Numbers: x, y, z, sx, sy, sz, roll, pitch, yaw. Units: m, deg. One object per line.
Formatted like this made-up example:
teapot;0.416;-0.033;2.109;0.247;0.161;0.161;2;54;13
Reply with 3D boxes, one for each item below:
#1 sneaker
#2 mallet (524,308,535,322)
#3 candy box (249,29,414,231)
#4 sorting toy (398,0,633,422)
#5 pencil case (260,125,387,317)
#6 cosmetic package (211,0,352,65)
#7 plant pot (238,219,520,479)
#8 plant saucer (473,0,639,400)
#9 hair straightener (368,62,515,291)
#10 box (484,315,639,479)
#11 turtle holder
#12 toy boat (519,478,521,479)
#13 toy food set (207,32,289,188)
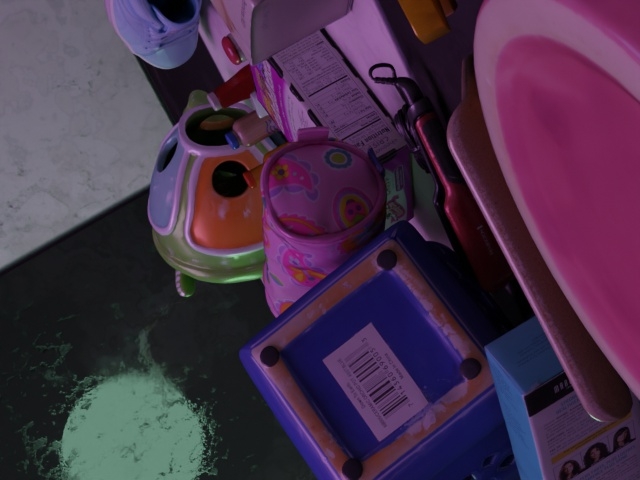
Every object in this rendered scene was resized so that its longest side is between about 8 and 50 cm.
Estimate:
sneaker;-0.230;-0.332;1.858;0.150;0.135;0.366;59;173;25
mallet;0.162;0.007;1.108;0.190;0.039;0.062;63;174;10
candy box;0.008;-0.128;1.387;0.233;0.071;0.159;56;170;25
sorting toy;0.127;-0.058;0.833;0.307;0.041;0.229;61;-163;-11
pencil case;0.000;0.000;1.292;0.124;0.124;0.284;56;167;21
cosmetic package;-0.093;-0.330;1.162;0.309;0.113;0.160;59;171;9
plant pot;0.075;0.136;1.208;0.236;0.236;0.212;54;-176;24
plant saucer;0.164;-0.010;0.537;0.332;0.084;0.332;58;173;11
hair straightener;0.099;-0.060;1.160;0.230;0.047;0.089;57;173;-21
box;0.210;0.153;1.082;0.060;0.100;0.244;52;168;43
turtle holder;-0.127;-0.089;1.906;0.320;0.243;0.227;-66;-24;-51
toy boat;0.158;0.178;1.369;0.231;0.151;0.151;27;-158;2
toy food set;-0.085;-0.178;1.638;0.111;0.104;0.232;53;169;36
